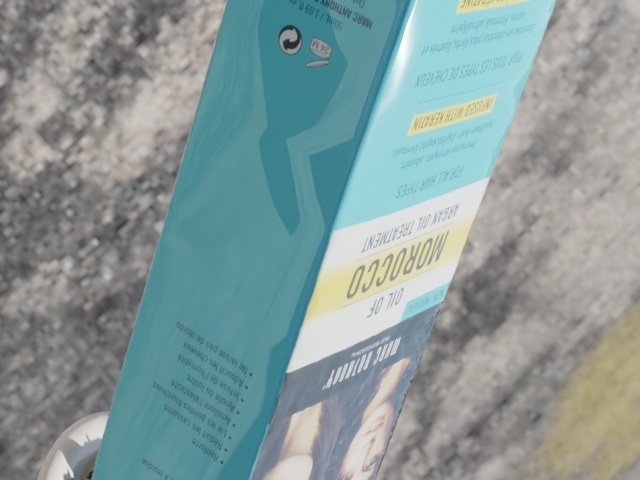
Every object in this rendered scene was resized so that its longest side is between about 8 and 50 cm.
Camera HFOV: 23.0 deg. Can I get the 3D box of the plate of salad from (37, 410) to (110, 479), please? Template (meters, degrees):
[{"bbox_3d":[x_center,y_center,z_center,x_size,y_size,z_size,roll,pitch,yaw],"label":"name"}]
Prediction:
[{"bbox_3d":[-0.035,0.150,0.585,0.048,0.200,0.200,-29,163,18],"label":"plate of salad"}]

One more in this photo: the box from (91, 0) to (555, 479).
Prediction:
[{"bbox_3d":[0.000,0.000,0.514,0.100,0.060,0.244,-20,135,-53],"label":"box"}]
